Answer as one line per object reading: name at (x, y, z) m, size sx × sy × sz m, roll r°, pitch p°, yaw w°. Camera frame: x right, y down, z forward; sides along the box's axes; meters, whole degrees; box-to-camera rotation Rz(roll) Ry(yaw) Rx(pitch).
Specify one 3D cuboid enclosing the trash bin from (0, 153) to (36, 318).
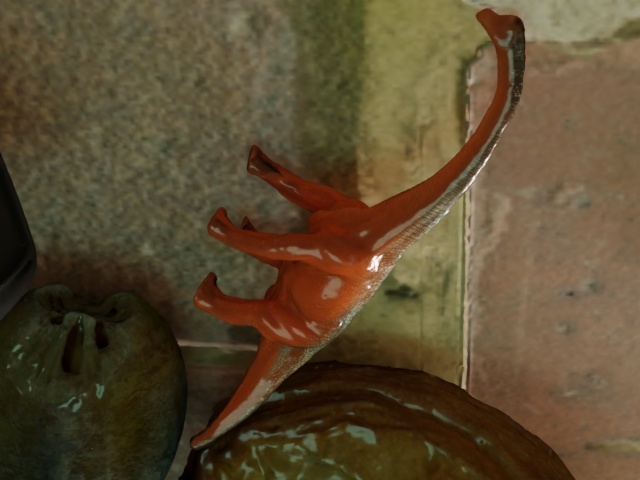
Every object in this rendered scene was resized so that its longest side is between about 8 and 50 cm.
trash bin at (-0.293, 0.001, 0.721) m, size 0.290 × 0.182 × 0.209 m, roll -19°, pitch 100°, yaw 17°

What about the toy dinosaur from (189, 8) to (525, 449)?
toy dinosaur at (0.002, -0.003, 0.785) m, size 0.101 × 0.055 × 0.279 m, roll 26°, pitch 125°, yaw -2°

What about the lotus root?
lotus root at (-0.130, 0.099, 0.894) m, size 0.113 × 0.088 × 0.192 m, roll 3°, pitch 138°, yaw -6°

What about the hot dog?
hot dog at (0.052, 0.158, 0.914) m, size 0.259 × 0.114 × 0.175 m, roll 26°, pitch 137°, yaw 0°
